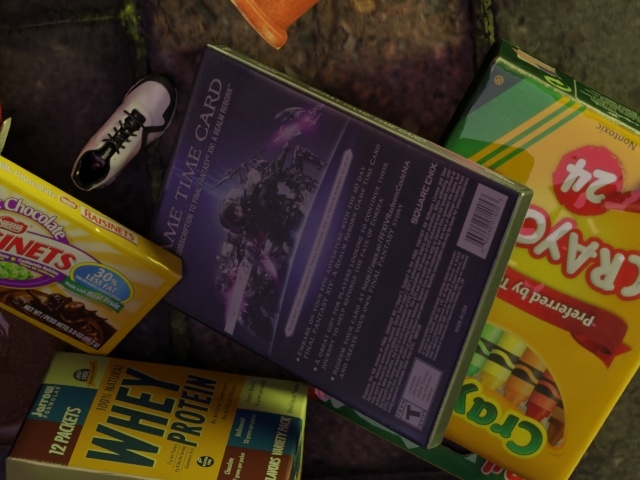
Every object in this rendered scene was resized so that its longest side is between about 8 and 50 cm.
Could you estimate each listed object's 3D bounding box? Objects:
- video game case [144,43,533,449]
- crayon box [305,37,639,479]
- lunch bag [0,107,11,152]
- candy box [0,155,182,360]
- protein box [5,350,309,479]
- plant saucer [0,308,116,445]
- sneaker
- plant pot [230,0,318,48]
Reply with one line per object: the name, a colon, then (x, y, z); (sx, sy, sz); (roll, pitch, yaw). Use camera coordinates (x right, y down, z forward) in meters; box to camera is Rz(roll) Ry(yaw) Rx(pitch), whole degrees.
video game case: (0.000, 0.000, 1.330); (0.274, 0.026, 0.196); (28, 108, 27)
crayon box: (0.139, 0.042, 1.361); (0.202, 0.081, 0.319); (27, 108, -2)
lunch bag: (-0.383, -0.110, 1.357); (0.293, 0.120, 0.258); (-7, 106, 8)
candy box: (-0.212, 0.005, 1.349); (0.206, 0.027, 0.105); (31, 118, -26)
protein box: (-0.119, 0.211, 1.391); (0.199, 0.136, 0.201); (7, 122, 5)
plant saucer: (-0.257, 0.072, 1.441); (0.198, 0.036, 0.199); (2, 106, 6)
sneaker: (-0.144, -0.076, 1.379); (0.040, 0.044, 0.109); (38, 105, -3)
plant pot: (0.006, -0.308, 1.190); (0.265, 0.272, 0.272); (-33, 100, 7)
